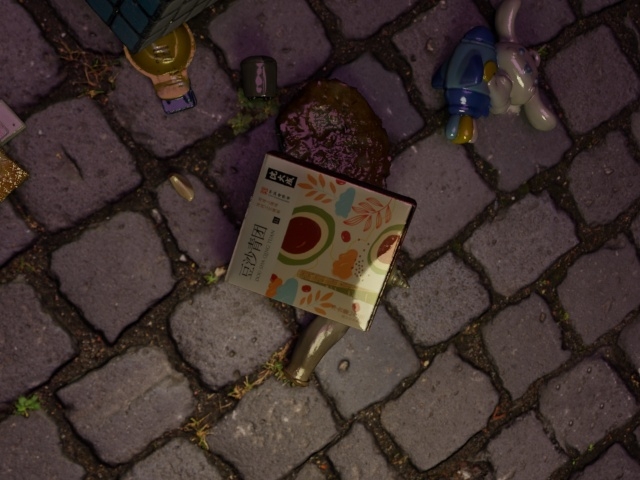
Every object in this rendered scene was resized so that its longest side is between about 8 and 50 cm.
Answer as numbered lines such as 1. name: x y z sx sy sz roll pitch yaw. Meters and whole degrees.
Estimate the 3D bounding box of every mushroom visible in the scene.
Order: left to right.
1. mushroom: -0.011 0.273 1.676 0.096 0.108 0.247 32 82 28

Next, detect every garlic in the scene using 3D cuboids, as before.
1. garlic: -0.357 -0.140 1.589 0.041 0.053 0.083 -36 114 8

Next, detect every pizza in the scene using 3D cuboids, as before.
1. pizza: -0.793 -0.160 1.467 0.197 0.058 0.292 -8 115 -25

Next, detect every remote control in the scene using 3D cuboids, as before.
1. remote control: -0.809 -0.248 1.490 0.190 0.029 0.087 -42 101 -7

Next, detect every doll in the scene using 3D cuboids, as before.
1. doll: 0.464 -0.443 1.693 0.366 0.187 0.376 -24 80 -18

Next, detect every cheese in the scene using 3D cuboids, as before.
1. cheese: -0.391 -0.454 1.554 0.177 0.069 0.270 -19 100 -11

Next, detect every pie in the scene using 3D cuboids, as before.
1. pie: 0.039 -0.250 1.650 0.289 0.103 0.354 -20 95 -11

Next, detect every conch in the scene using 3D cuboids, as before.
1. conch: 0.136 0.074 1.698 0.234 0.114 0.137 14 81 21

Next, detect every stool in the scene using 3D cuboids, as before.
1. stool: -0.157 -0.416 1.600 0.096 0.096 0.110 -4 100 -13

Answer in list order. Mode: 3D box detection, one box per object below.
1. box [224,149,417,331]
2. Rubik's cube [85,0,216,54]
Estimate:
1. box: 0.000 0.000 1.559 0.385 0.122 0.344 19 104 1
2. Rubik's cube: -0.359 -0.682 1.357 0.337 0.344 0.343 49 57 -12
